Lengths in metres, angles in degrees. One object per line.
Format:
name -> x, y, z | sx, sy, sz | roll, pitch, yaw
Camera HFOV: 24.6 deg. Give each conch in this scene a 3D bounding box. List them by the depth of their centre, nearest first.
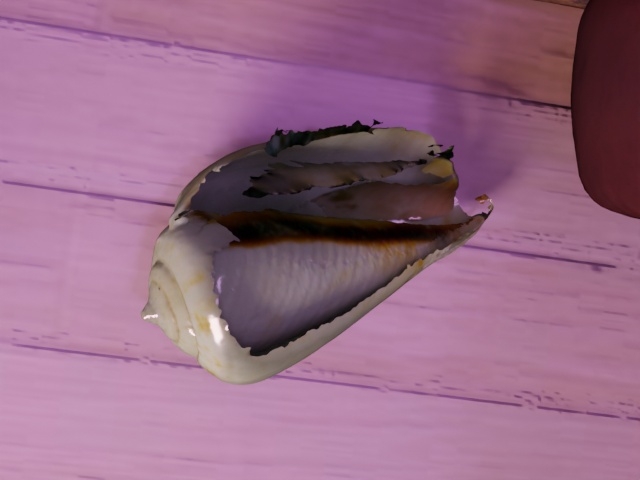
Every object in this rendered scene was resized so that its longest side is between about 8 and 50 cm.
conch -> -0.006, -0.008, 0.971 | 0.250, 0.137, 0.143 | -32, 97, -7

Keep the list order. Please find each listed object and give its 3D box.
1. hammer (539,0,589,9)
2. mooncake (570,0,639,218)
hammer -> 0.116, -0.192, 1.029 | 0.440, 0.044, 0.168 | 9, 93, -11
mooncake -> 0.330, -0.087, 0.890 | 0.334, 0.326, 0.174 | 0, 96, -13
